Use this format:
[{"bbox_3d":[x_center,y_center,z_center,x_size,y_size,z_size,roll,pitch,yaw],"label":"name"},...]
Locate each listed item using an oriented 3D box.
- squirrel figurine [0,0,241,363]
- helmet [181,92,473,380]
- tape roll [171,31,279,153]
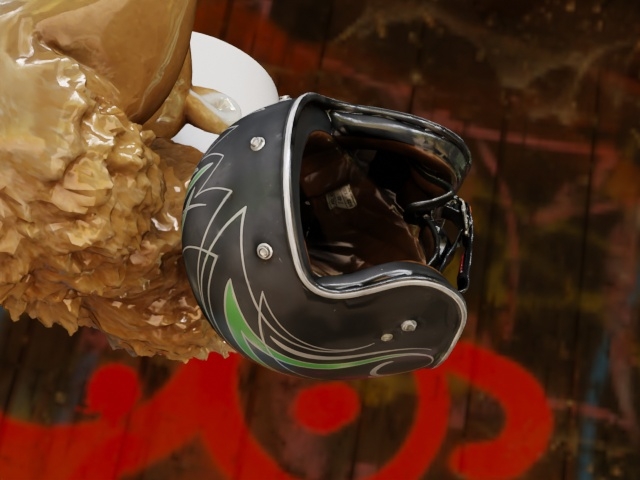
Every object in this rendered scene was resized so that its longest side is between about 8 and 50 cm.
[{"bbox_3d":[-0.170,-0.101,0.977,0.281,0.397,0.370,-9,-14,-1],"label":"squirrel figurine"},{"bbox_3d":[0.000,0.000,0.826,0.161,0.169,0.169,11,-27,-7],"label":"helmet"},{"bbox_3d":[-0.153,-0.052,1.287,0.246,0.169,0.246,-2,-30,-1],"label":"tape roll"}]
